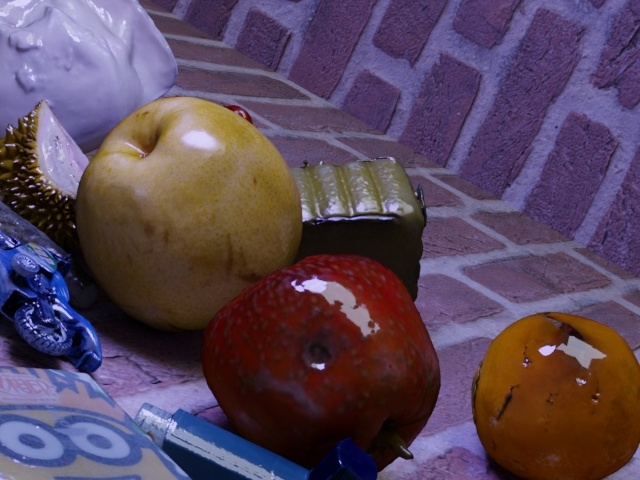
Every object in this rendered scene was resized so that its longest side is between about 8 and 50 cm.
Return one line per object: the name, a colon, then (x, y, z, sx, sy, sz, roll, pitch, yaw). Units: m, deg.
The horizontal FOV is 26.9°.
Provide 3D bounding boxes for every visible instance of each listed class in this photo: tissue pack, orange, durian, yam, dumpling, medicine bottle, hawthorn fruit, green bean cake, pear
tissue pack: (-0.234, 0.232, 1.167, 0.228, 0.128, 0.311, 10, 22, -48)
orange: (0.324, 0.216, 1.834, 0.246, 0.246, 0.246, 23, 16, -7)
durian: (-0.378, -0.064, 1.914, 0.249, 0.138, 0.183, 50, -9, 30)
yam: (-0.399, 0.003, 1.794, 0.274, 0.061, 0.061, 34, 18, 27)
dumpling: (-0.440, -0.279, 2.111, 0.315, 0.395, 0.233, 64, -19, -8)
medicine bottle: (-0.077, 0.237, 1.403, 0.258, 0.124, 0.079, 23, 19, 1)
hawthorn fruit: (0.012, 0.153, 1.548, 0.275, 0.275, 0.299, 5, 34, -49)
green bean cake: (0.000, 0.000, 2.104, 0.310, 0.285, 0.202, -2, 46, -9)
pear: (-0.173, -0.029, 1.769, 0.314, 0.314, 0.314, 23, 16, -7)

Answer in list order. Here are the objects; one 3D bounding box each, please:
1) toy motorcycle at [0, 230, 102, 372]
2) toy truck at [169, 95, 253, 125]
toy motorcycle: (-0.345, 0.065, 1.627, 0.135, 0.092, 0.254, 22, 22, -46)
toy truck: (-0.219, -0.108, 2.250, 0.265, 0.239, 0.189, -15, -11, 36)
